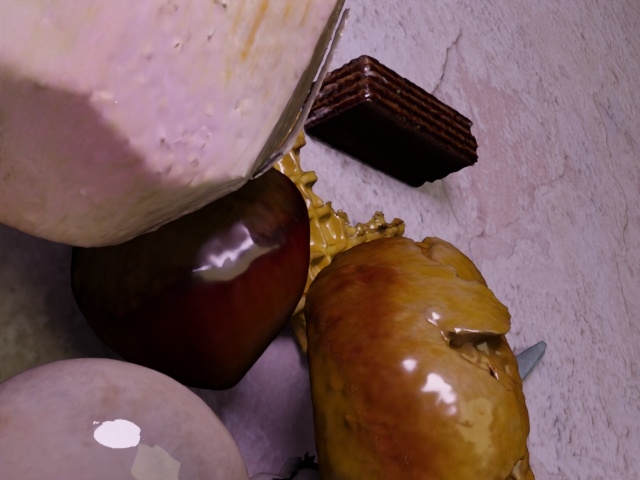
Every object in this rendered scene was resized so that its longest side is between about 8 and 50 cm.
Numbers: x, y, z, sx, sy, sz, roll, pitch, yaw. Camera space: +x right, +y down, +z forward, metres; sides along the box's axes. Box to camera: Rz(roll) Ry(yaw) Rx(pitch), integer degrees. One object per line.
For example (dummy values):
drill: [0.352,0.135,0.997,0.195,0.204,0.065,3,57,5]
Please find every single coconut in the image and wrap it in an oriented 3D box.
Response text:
coconut: [-0.139,-0.181,0.548,0.352,0.352,0.353,26,53,-41]

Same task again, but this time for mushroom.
mushroom: [-0.151,0.165,0.564,0.207,0.207,0.215,50,7,-21]

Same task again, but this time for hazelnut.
hazelnut: [-0.101,0.030,0.688,0.208,0.208,0.208,26,53,-41]

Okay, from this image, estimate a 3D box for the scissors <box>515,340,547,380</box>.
scissors: [0.212,0.209,1.082,0.447,0.029,0.193,-21,89,-53]

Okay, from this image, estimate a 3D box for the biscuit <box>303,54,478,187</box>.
biscuit: [0.096,-0.143,1.058,0.252,0.106,0.070,21,58,-43]

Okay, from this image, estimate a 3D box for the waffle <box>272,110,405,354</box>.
waffle: [0.000,0.000,0.903,0.293,0.069,0.260,43,43,-27]

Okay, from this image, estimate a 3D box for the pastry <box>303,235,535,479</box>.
pastry: [0.079,0.163,0.696,0.356,0.163,0.356,171,-90,-89]

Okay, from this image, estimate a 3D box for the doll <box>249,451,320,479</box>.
doll: [-0.061,0.251,0.679,0.192,0.095,0.149,12,58,-46]
